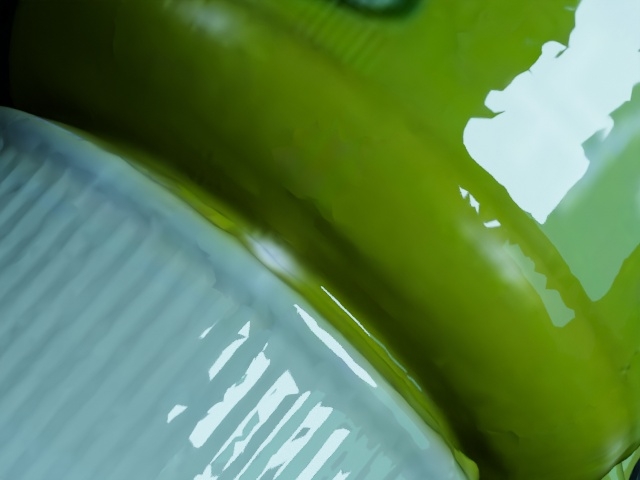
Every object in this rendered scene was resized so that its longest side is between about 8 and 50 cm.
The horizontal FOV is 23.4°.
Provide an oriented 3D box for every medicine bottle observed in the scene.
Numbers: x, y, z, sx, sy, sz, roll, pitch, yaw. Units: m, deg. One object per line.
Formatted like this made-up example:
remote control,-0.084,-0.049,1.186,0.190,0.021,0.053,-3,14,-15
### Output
medicine bottle,0.019,-0.028,0.464,0.384,0.224,0.224,-49,147,-17

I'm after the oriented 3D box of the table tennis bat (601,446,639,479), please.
table tennis bat,0.175,0.123,1.034,0.224,0.054,0.368,-19,106,-32
